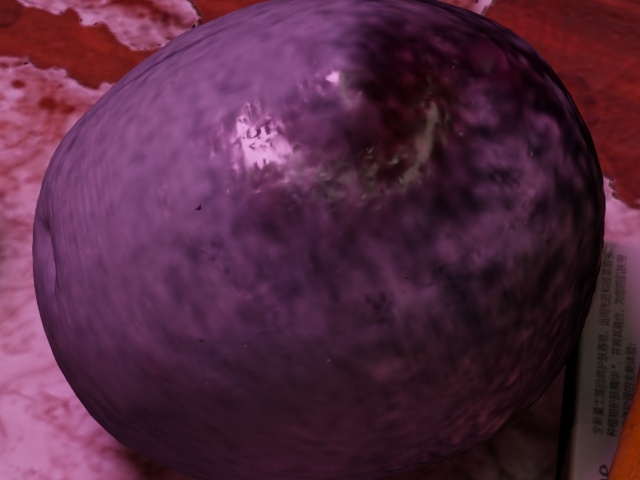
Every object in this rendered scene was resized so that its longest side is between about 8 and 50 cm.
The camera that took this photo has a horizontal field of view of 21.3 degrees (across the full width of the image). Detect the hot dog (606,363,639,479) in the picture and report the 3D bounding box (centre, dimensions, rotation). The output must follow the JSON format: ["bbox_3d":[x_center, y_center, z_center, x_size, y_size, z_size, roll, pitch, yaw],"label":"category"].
[{"bbox_3d":[0.194,0.043,0.730,0.104,0.076,0.250,22,56,17],"label":"hot dog"}]

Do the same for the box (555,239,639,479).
[{"bbox_3d":[0.178,0.102,0.778,0.135,0.081,0.199,8,49,5],"label":"box"}]

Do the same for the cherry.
[{"bbox_3d":[0.000,0.000,0.750,0.255,0.296,0.218,-3,78,-5],"label":"cherry"}]
